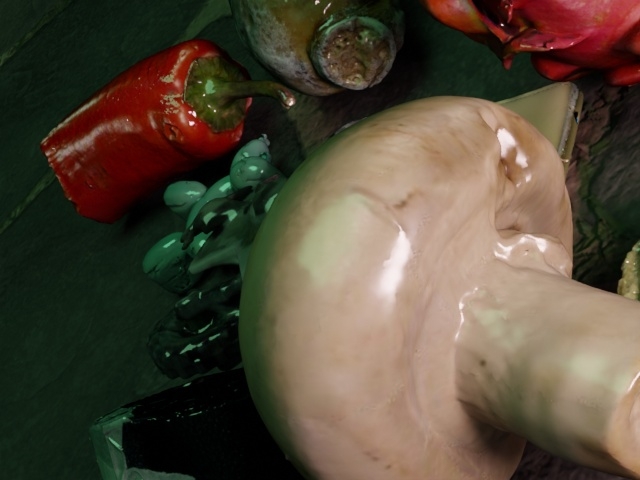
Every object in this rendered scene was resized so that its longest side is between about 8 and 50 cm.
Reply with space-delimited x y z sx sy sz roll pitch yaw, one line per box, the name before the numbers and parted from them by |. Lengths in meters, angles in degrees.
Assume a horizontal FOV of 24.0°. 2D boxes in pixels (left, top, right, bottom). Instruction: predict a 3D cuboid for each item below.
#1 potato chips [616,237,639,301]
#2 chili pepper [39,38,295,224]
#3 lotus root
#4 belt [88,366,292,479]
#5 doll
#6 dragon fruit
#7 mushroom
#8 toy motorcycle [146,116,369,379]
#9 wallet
potato chips | 0.234 0.043 1.017 0.092 0.028 0.207 -14 46 44
chili pepper | -0.140 -0.141 1.581 0.338 0.134 0.131 -28 4 38
lotus root | -0.021 -0.258 1.532 0.175 0.175 0.349 -43 28 11
belt | -0.093 0.154 1.196 0.198 0.078 0.151 -15 5 25
doll | -0.098 -0.034 1.492 0.159 0.059 0.159 -19 41 43
dragon fruit | 0.188 -0.220 1.139 0.307 0.243 0.227 -25 17 -4
mushroom | 0.111 0.051 0.961 0.290 0.292 0.292 10 63 33
toy motorcycle | 0.000 0.000 1.248 0.188 0.143 0.327 -13 26 50
wallet | 0.153 -0.048 1.210 0.110 0.039 0.155 -12 47 41
